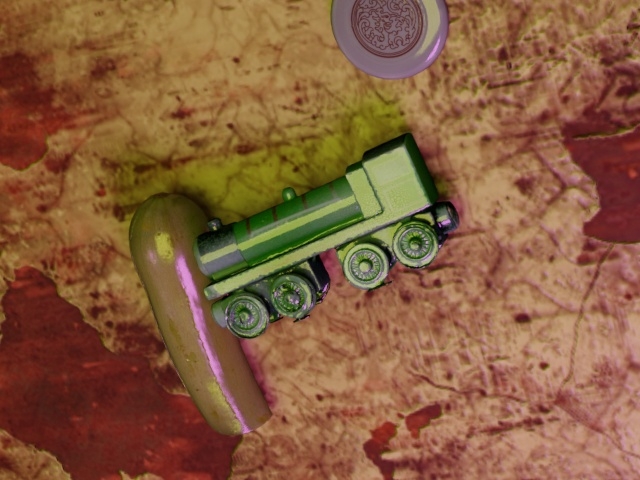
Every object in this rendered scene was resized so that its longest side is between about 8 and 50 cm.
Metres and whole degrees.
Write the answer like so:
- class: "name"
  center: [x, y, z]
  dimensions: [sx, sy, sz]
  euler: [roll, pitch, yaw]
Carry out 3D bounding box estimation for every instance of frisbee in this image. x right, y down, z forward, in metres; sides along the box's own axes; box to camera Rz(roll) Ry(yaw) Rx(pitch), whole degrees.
- class: "frisbee"
  center: [0.060, -0.195, 1.420]
  dimensions: [0.110, 0.014, 0.110]
  euler: [7, 110, 19]

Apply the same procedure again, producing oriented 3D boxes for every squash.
- class: "squash"
  center: [-0.120, 0.071, 1.550]
  dimensions: [0.083, 0.083, 0.250]
  euler: [-12, 105, 25]

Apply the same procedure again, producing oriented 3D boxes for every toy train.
- class: "toy train"
  center: [0.000, 0.000, 1.461]
  dimensions: [0.251, 0.085, 0.119]
  euler: [-22, 96, 14]
